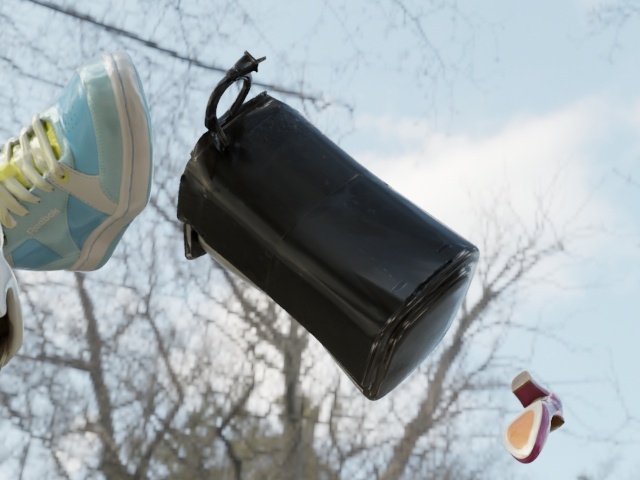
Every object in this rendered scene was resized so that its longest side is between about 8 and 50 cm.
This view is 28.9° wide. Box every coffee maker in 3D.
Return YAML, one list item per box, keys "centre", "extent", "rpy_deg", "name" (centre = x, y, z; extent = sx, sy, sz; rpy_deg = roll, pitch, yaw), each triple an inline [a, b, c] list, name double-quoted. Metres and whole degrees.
- centre: [0.000, 0.000, 0.792]
  extent: [0.178, 0.120, 0.171]
  rpy_deg: [38, -9, 21]
  name: "coffee maker"

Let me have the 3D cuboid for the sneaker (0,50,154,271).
- centre: [-0.274, -0.050, 1.112]
  extent: [0.208, 0.127, 0.319]
  rpy_deg: [-8, -26, -26]
  name: "sneaker"

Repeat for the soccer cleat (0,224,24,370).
- centre: [-0.172, 0.043, 0.582]
  extent: [0.068, 0.076, 0.196]
  rpy_deg: [-18, -20, -21]
  name: "soccer cleat"

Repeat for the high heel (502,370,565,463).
- centre: [0.346, 0.302, 1.936]
  extent: [0.082, 0.244, 0.117]
  rpy_deg: [-39, -79, 15]
  name: "high heel"
